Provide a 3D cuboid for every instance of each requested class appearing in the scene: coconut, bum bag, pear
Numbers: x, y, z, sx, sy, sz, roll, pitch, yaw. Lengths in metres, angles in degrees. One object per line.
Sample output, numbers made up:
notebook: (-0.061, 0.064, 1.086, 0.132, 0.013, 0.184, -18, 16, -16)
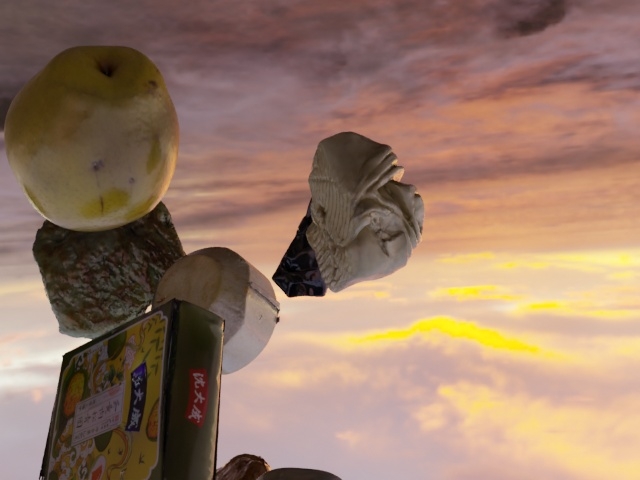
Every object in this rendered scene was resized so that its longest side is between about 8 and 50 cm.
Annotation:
coconut: (-0.263, 0.180, 1.997, 0.322, 0.323, 0.323, -4, 178, 0)
bum bag: (0.000, 0.000, 1.853, 0.137, 0.310, 0.074, 27, -174, 12)
pear: (-0.477, -0.209, 1.661, 0.362, 0.362, 0.418, -3, 139, -29)

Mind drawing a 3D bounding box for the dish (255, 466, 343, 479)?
dish: (-0.044, 0.579, 1.547, 0.256, 0.256, 0.117, -4, -175, 4)

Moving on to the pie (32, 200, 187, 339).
pie: (-0.589, 0.051, 2.190, 0.418, 0.395, 0.180, -31, 174, -16)

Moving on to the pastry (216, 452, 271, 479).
pastry: (-0.224, 0.646, 1.849, 0.310, 0.162, 0.255, -34, -167, 5)

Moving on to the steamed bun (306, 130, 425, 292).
steamed bun: (0.096, -0.064, 1.616, 0.203, 0.289, 0.276, -9, 165, -25)

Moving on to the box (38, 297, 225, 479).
box: (-0.377, 0.356, 1.557, 0.420, 0.373, 0.138, -25, 140, 35)
